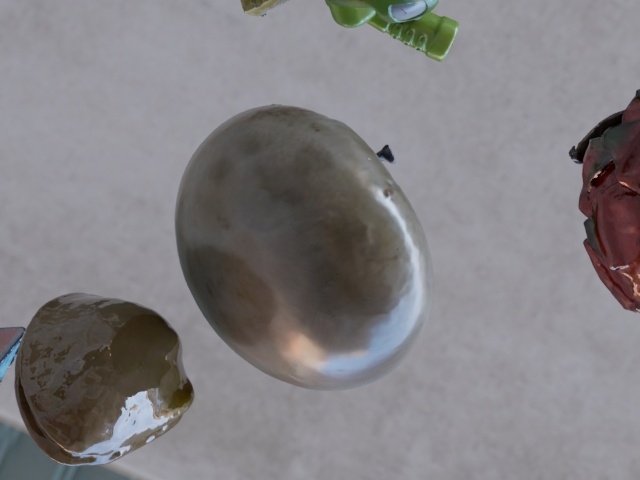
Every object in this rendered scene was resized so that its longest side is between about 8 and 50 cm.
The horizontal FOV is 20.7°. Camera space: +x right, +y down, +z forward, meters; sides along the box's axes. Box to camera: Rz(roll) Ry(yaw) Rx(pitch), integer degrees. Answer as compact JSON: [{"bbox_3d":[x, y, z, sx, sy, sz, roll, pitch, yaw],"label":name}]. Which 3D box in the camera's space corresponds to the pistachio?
[{"bbox_3d":[-0.274,0.162,2.098,0.163,0.213,0.260,-54,168,28],"label":"pistachio"}]

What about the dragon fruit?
[{"bbox_3d":[0.328,-0.036,1.463,0.233,0.234,0.293,-58,180,15],"label":"dragon fruit"}]

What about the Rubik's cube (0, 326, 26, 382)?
[{"bbox_3d":[-0.565,0.241,2.477,0.233,0.229,0.228,-10,-100,47],"label":"Rubik's cube"}]

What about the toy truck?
[{"bbox_3d":[0.079,-0.317,2.101,0.210,0.187,0.148,91,14,-47],"label":"toy truck"}]

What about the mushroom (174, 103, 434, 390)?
[{"bbox_3d":[0.000,0.000,2.120,0.295,0.362,0.362,-33,180,-36],"label":"mushroom"}]

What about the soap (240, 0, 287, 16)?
[{"bbox_3d":[-0.079,-0.404,2.158,0.092,0.037,0.252,-24,-111,25],"label":"soap"}]
